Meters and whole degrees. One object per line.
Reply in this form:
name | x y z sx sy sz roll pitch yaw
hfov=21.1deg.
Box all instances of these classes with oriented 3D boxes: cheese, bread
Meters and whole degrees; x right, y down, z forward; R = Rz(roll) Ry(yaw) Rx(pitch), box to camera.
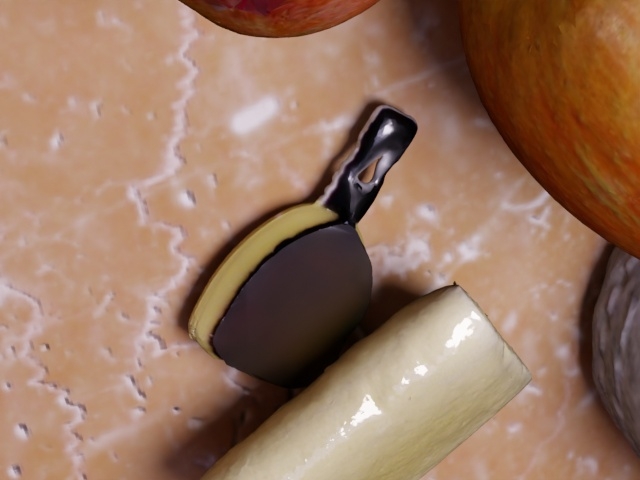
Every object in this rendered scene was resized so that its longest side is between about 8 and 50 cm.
cheese | 0.000 0.000 0.914 0.086 0.036 0.162 26 104 -26
bread | 0.027 0.100 0.930 0.178 0.060 0.139 -38 155 1

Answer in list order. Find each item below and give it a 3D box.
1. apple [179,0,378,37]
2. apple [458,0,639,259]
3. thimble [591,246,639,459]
apple | -0.047 -0.193 0.686 0.253 0.253 0.254 -7 116 -15
apple | 0.198 -0.112 0.782 0.301 0.301 0.302 -7 116 -15
thimble | 0.281 0.068 0.973 0.245 0.157 0.217 13 112 -22
